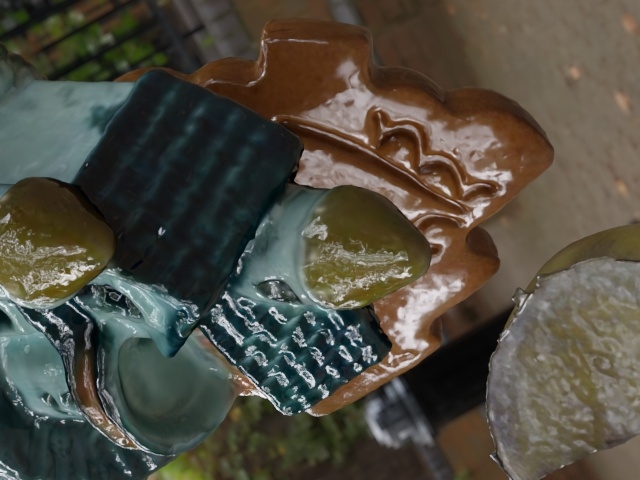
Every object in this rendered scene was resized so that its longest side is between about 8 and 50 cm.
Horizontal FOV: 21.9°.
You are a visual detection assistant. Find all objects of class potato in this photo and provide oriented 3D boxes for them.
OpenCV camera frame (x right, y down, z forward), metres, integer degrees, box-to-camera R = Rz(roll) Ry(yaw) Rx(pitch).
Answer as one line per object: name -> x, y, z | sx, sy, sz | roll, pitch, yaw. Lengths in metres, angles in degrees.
potato -> 0.187, 0.052, 1.014 | 0.138, 0.243, 0.098 | 52, -136, -12

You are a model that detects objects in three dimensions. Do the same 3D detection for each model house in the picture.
model house -> -0.076, 0.022, 0.808 | 0.291, 0.184, 0.253 | -3, 137, 42

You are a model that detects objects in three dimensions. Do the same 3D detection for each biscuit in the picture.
biscuit -> 0.000, 0.000, 1.042 | 0.043, 0.283, 0.306 | -83, -7, -52
